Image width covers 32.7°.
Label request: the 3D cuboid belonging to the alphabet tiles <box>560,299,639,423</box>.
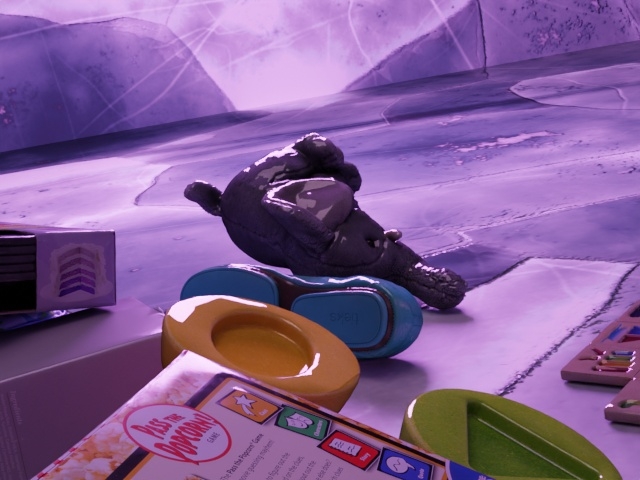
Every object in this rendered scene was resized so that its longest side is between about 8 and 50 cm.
[{"bbox_3d":[0.367,0.083,0.791,0.342,0.011,0.285,2,17,36],"label":"alphabet tiles"}]

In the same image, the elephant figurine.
[{"bbox_3d":[0.000,0.000,1.083,0.186,0.169,0.239,-36,31,5],"label":"elephant figurine"}]

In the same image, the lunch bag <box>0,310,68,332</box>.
[{"bbox_3d":[-0.330,0.112,0.925,0.219,0.090,0.176,-21,20,-41],"label":"lunch bag"}]

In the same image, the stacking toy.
[{"bbox_3d":[0.017,0.168,0.574,0.279,0.130,0.309,18,18,-1],"label":"stacking toy"}]

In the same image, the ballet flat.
[{"bbox_3d":[-0.014,0.068,0.973,0.247,0.083,0.087,3,-6,38],"label":"ballet flat"}]

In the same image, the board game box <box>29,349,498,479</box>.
[{"bbox_3d":[0.001,0.118,0.419,0.193,0.045,0.147,22,19,11],"label":"board game box"}]

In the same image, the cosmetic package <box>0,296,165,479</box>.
[{"bbox_3d":[-0.217,0.124,0.796,0.238,0.107,0.127,-12,14,-24],"label":"cosmetic package"}]

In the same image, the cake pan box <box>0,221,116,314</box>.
[{"bbox_3d":[-0.324,0.020,0.862,0.245,0.070,0.267,-4,5,-36],"label":"cake pan box"}]
